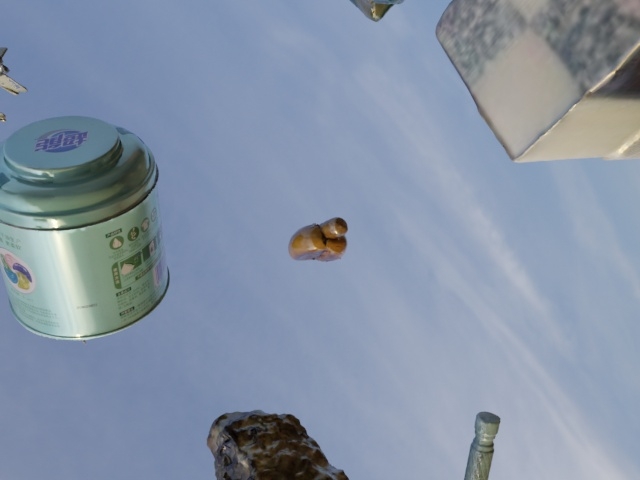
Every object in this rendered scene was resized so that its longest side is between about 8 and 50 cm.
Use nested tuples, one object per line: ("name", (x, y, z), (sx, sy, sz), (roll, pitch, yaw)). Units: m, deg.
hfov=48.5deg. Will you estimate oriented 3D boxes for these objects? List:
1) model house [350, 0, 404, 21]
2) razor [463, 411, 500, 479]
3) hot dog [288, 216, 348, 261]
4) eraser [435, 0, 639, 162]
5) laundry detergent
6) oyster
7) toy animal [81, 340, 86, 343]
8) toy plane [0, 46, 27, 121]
("model house", (0.132, -0.434, 0.759), (0.334, 0.382, 0.343), (49, -165, 11))
("razor", (0.162, 0.292, 0.757), (0.068, 0.106, 0.231), (3, -73, -15))
("hot dog", (-0.002, 0.000, 1.116), (0.090, 0.140, 0.060), (4, -97, -11))
("eraser", (0.249, -0.117, 0.445), (0.404, 0.098, 0.096), (-9, -118, -39))
("laundry detergent", (-0.413, -0.037, 1.211), (0.287, 0.288, 0.305), (-53, -27, -48))
("oyster", (-0.041, 0.400, 1.100), (0.204, 0.396, 0.110), (-22, -46, -15))
("toy animal", (-0.437, 0.167, 1.311), (0.050, 0.084, 0.028), (61, -155, 14))
("toy plane", (-0.500, -0.207, 0.871), (0.192, 0.262, 0.088), (70, -163, -53))
